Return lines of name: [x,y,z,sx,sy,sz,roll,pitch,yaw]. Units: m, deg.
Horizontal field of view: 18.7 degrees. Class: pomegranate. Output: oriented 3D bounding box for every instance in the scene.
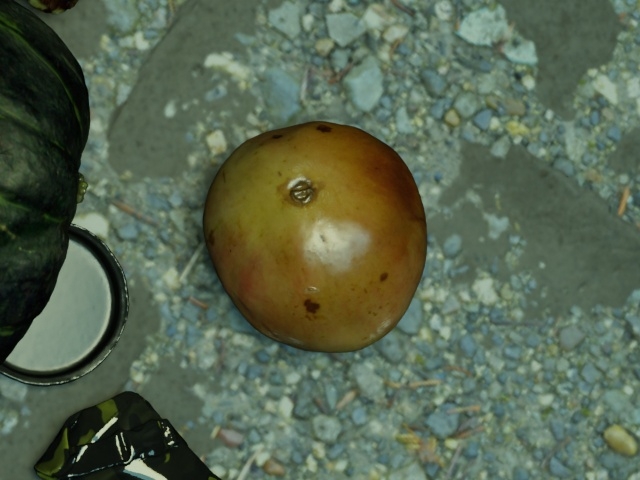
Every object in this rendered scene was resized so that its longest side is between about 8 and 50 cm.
pomegranate: [-0.003,0.000,1.571,0.191,0.191,0.191,0,89,-17]

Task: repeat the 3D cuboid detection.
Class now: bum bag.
bum bag: [-0.118,0.220,1.590,0.232,0.060,0.106,41,87,-10]

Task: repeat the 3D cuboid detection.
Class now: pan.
pan: [-0.228,0.000,1.578,0.136,0.028,0.235,-6,94,-18]

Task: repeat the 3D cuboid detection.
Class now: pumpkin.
pumpkin: [-0.307,-0.037,1.405,0.241,0.323,0.323,27,81,-26]

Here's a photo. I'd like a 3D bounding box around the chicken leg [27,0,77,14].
chicken leg: [-0.078,-0.314,1.574,0.361,0.140,0.211,-13,101,-21]
